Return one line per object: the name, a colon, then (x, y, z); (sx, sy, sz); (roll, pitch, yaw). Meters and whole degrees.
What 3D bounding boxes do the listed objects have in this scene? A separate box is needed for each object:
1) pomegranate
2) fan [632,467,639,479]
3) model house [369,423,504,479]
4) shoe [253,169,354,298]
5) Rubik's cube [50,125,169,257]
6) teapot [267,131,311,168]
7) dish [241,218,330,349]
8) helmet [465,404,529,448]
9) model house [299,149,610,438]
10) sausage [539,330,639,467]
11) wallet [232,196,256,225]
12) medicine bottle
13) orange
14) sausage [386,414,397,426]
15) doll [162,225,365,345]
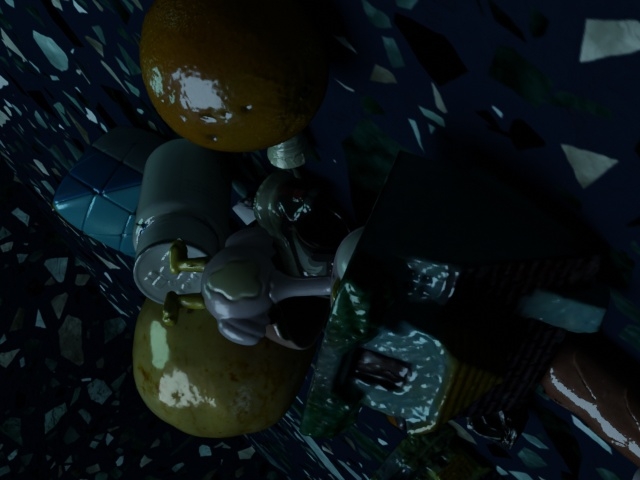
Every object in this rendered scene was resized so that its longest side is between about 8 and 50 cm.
pomegranate: (-0.166, 0.200, 1.951); (0.342, 0.342, 0.342); (41, 162, 16)
fan: (0.449, 0.372, 1.351); (0.244, 0.074, 0.130); (60, 169, -25)
model house: (0.209, 0.445, 1.853); (0.211, 0.194, 0.170); (37, 159, 29)
shoe: (0.000, 0.000, 1.528); (0.112, 0.099, 0.227); (6, 140, 48)
Rubik's cube: (-0.292, -0.063, 1.895); (0.254, 0.254, 0.254); (41, 162, 16)
teapot: (-0.044, -0.139, 1.388); (0.083, 0.057, 0.067); (84, 169, -55)
dish: (-0.073, 0.056, 1.611); (0.090, 0.213, 0.213); (-6, 133, 30)
helmet: (0.238, 0.220, 1.492); (0.098, 0.070, 0.123); (18, 141, 45)
model house: (0.141, 0.099, 1.124); (0.248, 0.230, 0.280); (20, 136, 7)
sausage: (0.248, 0.118, 1.226); (0.433, 0.088, 0.088); (38, 161, 23)
wallet: (-0.068, 0.003, 1.783); (0.190, 0.033, 0.095); (53, 160, -21)
medicine bottle: (-0.207, -0.031, 1.650); (0.143, 0.143, 0.258); (58, -162, -33)
orange: (-0.089, -0.186, 1.151); (0.206, 0.206, 0.206); (41, 162, 16)
sausage: (0.144, 0.278, 1.871); (0.062, 0.054, 0.183); (11, 154, 4)
doll: (-0.025, 0.060, 1.431); (0.365, 0.160, 0.094); (0, 162, 18)
